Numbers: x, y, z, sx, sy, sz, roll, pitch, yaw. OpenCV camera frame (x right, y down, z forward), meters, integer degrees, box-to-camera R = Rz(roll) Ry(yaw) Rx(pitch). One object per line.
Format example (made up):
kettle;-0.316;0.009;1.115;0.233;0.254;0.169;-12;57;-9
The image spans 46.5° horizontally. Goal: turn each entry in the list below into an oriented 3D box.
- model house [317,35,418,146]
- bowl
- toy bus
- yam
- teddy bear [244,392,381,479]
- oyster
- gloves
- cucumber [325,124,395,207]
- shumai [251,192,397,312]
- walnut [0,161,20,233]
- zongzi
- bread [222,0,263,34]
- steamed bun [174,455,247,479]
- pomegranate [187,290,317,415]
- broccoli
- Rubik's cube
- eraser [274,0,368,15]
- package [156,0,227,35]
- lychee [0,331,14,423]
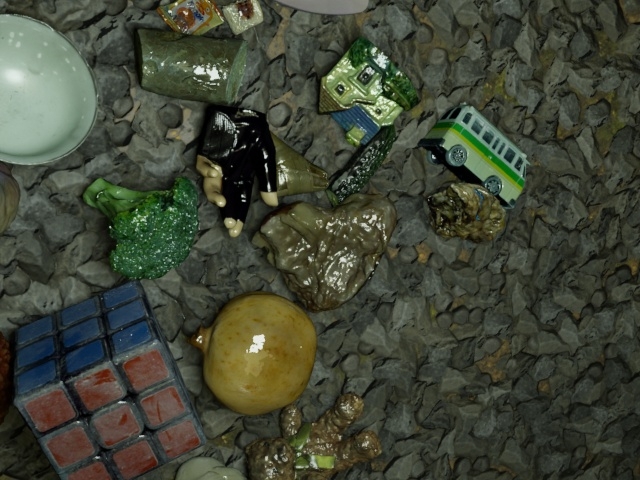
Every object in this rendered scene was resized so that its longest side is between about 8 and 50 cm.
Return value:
model house;0.099;-0.332;1.747;0.214;0.195;0.189;43;92;-9
bowl;-0.626;-0.284;1.520;0.313;0.146;0.314;9;72;-30
toy bus;0.407;-0.215;1.907;0.276;0.133;0.165;36;85;-20
yam;-0.283;-0.379;1.626;0.254;0.154;0.154;6;98;-13
teddy bear;-0.032;0.511;1.857;0.296;0.246;0.222;-41;149;28
oyster;0.375;-0.059;1.896;0.222;0.214;0.083;24;59;-14
gloves;-0.188;-0.159;1.701;0.197;0.152;0.301;6;73;-7
cucumber;0.104;-0.182;1.844;0.077;0.077;0.265;43;81;-21
shumai;-0.003;-0.002;1.779;0.283;0.217;0.346;30;114;-6
walnut;-0.740;-0.092;1.496;0.248;0.248;0.249;-4;101;-18
zongzi;-0.061;-0.197;1.789;0.160;0.078;0.176;-8;94;-24
bread;-0.176;-0.517;1.706;0.083;0.035;0.070;-26;109;-15
steamed bun;-0.271;0.662;1.837;0.211;0.144;0.218;21;92;-21
pomegranate;-0.139;0.265;1.748;0.307;0.307;0.308;-4;101;-18
broccoli;-0.401;-0.036;1.645;0.254;0.269;0.269;-40;117;-54
Rubik's cube;-0.455;0.313;1.603;0.305;0.301;0.304;-21;118;-12
eraser;0.011;-0.611;1.737;0.243;0.059;0.204;26;91;-17
package;-0.288;-0.507;1.671;0.120;0.031;0.108;-39;111;-9
lychee;-0.767;0.310;1.536;0.275;0.275;0.304;39;74;-21
